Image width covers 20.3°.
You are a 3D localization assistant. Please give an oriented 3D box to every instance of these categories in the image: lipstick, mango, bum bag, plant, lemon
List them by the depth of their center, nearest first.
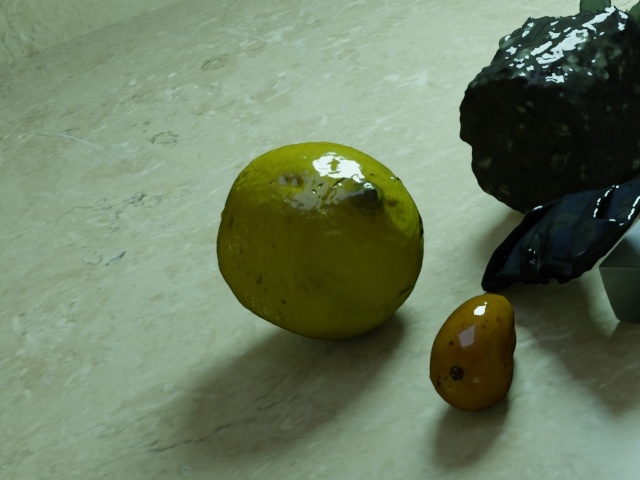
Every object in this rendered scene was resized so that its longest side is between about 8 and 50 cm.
[{"bbox_3d":[0.157,0.107,1.830,0.084,0.105,0.159,3,24,9],"label":"mango"},{"bbox_3d":[0.267,-0.002,1.914,0.137,0.074,0.310,-46,8,-15],"label":"bum bag"},{"bbox_3d":[0.433,-0.042,1.941,0.080,0.076,0.371,2,34,43],"label":"lipstick"},{"bbox_3d":[-0.005,-0.002,2.039,0.228,0.228,0.253,-34,28,-25],"label":"lemon"},{"bbox_3d":[0.326,-0.183,2.169,0.215,0.213,0.312,-3,27,44],"label":"plant"}]
